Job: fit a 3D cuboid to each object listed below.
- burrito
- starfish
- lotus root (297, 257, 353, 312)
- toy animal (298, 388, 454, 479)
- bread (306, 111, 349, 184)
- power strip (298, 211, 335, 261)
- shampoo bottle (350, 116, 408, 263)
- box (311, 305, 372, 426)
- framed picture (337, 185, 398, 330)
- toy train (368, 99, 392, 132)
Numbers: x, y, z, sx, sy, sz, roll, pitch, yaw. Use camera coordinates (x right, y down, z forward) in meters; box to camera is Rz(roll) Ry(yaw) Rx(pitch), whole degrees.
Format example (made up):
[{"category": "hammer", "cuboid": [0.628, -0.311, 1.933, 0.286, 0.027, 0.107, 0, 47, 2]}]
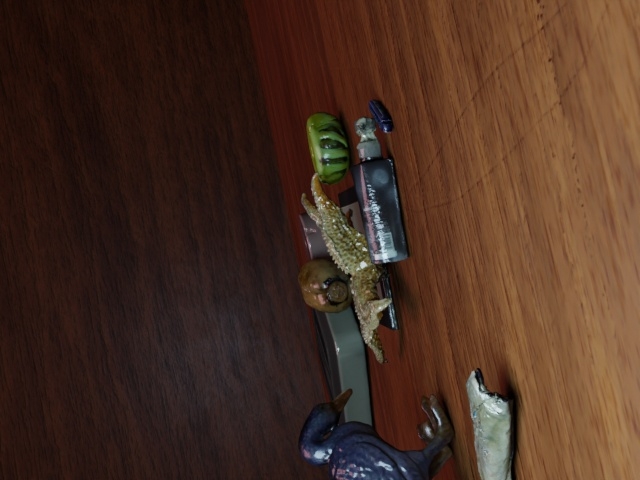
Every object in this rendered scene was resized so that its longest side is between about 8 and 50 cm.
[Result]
[{"category": "burrito", "cuboid": [0.176, 0.200, 0.805, 0.051, 0.042, 0.171, -126, 21, -51]}, {"category": "starfish", "cuboid": [0.057, 0.032, 1.298, 0.301, 0.084, 0.294, 64, -178, -66]}, {"category": "lotus root", "cuboid": [0.009, 0.100, 1.799, 0.221, 0.118, 0.125, -153, 61, -73]}, {"category": "toy animal", "cuboid": [0.101, 0.309, 1.057, 0.298, 0.185, 0.122, 50, 152, 38]}, {"category": "bread", "cuboid": [0.016, -0.172, 1.480, 0.139, 0.071, 0.130, -109, 13, -62]}, {"category": "power strip", "cuboid": [0.000, 0.000, 1.925, 0.154, 0.078, 0.154, 165, 90, -85]}, {"category": "shampoo bottle", "cuboid": [0.080, -0.072, 1.124, 0.063, 0.057, 0.208, -171, 69, -84]}, {"category": "box", "cuboid": [0.044, 0.278, 1.983, 0.367, 0.090, 0.373, -111, 10, -56]}, {"category": "framed picture", "cuboid": [0.083, 0.026, 1.489, 0.347, 0.016, 0.265, 164, 94, -83]}, {"category": "toy train", "cuboid": [0.085, -0.173, 1.093, 0.083, 0.017, 0.017, -110, 18, -56]}]
